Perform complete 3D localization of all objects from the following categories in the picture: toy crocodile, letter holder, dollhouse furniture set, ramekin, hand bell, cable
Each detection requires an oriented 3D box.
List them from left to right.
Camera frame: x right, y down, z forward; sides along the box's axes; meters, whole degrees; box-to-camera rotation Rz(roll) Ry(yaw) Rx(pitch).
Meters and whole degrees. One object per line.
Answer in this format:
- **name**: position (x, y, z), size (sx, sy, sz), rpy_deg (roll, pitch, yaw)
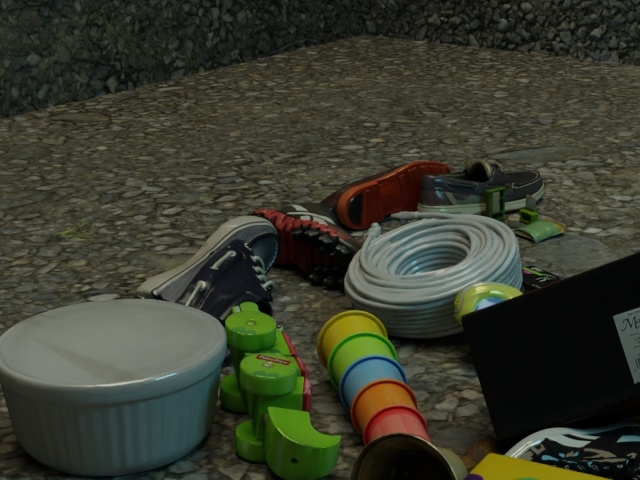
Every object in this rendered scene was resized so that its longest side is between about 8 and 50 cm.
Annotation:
- **ramekin**: position (-0.244, 0.173, 1.618), size (0.273, 0.127, 0.273), rpy_deg (0, 18, 0)
- **toy crocodile**: position (-0.058, 0.170, 1.641), size (0.105, 0.115, 0.340), rpy_deg (0, 19, -13)
- **cable**: position (0.160, 0.049, 1.971), size (0.257, 0.089, 0.257), rpy_deg (0, 30, 30)
- **hand bell**: position (0.147, 0.243, 1.457), size (0.126, 0.126, 0.242), rpy_deg (10, 10, 32)
- **dollhouse furniture set**: position (0.349, -0.048, 2.367), size (0.076, 0.059, 0.151), rpy_deg (-13, 21, -31)
- **letter holder**: position (0.345, 0.123, 1.559), size (0.302, 0.152, 0.214), rpy_deg (-21, -20, 17)

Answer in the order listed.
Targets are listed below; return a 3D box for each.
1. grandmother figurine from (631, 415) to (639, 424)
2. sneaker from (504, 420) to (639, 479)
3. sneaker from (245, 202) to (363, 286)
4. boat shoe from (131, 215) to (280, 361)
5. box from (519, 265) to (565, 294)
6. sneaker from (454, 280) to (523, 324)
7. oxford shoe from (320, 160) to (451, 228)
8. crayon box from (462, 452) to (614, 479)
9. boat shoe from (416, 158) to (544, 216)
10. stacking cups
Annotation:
- **grandmother figurine**: position (0.527, 0.145, 1.703), size (0.208, 0.104, 0.342), rpy_deg (23, 32, 38)
- **sneaker**: position (0.293, 0.246, 1.433), size (0.217, 0.079, 0.121), rpy_deg (-11, 21, -28)
- **sneaker**: position (0.000, -0.001, 2.181), size (0.135, 0.098, 0.276), rpy_deg (-18, 23, -36)
- **boat shoe**: position (-0.113, 0.073, 1.960), size (0.158, 0.127, 0.340), rpy_deg (15, 31, 25)
- **box**: position (0.312, 0.076, 2.002), size (0.062, 0.052, 0.083), rpy_deg (-12, 22, -31)
- **sneaker**: position (0.293, 0.132, 1.819), size (0.240, 0.091, 0.126), rpy_deg (7, 48, -9)
- **oxford shoe**: position (0.120, -0.091, 2.466), size (0.271, 0.097, 0.098), rpy_deg (-14, 16, -35)
- **crayon box**: position (0.216, 0.325, 1.154), size (0.313, 0.106, 0.363), rpy_deg (10, 21, 28)
- **boat shoe**: position (0.293, -0.100, 2.476), size (0.285, 0.092, 0.103), rpy_deg (-13, 21, -32)
- **stacking cups**: position (0.071, 0.179, 1.627), size (0.096, 0.096, 0.316), rpy_deg (-5, 18, -10)
